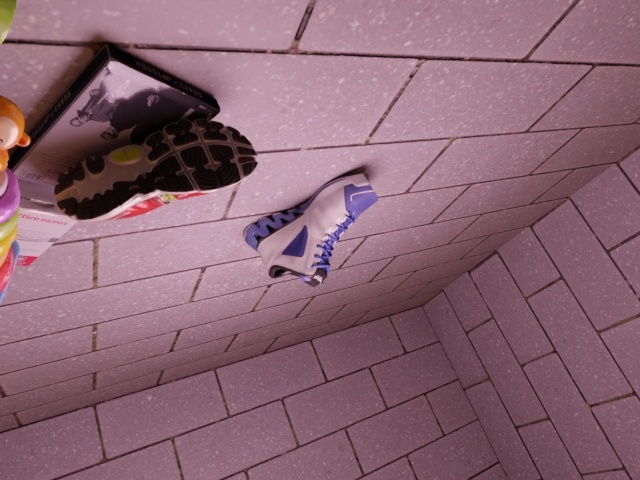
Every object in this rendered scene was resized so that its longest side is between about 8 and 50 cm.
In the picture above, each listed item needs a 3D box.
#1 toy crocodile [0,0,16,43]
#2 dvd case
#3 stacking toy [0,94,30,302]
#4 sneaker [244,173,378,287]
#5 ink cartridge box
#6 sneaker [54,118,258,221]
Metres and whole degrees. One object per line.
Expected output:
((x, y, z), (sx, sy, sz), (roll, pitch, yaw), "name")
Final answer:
((-0.372, -0.166, 0.426), (0.341, 0.105, 0.115), (-33, 157, 21), "toy crocodile")
((-0.282, -0.144, 0.675), (0.239, 0.029, 0.179), (-33, 157, 24), "dvd case")
((-0.389, -0.041, 0.527), (0.175, 0.165, 0.302), (28, 126, -33), "stacking toy")
((-0.001, 0.001, 1.096), (0.316, 0.182, 0.127), (-27, 160, 9), "sneaker")
((-0.453, -0.027, 0.728), (0.150, 0.063, 0.109), (-34, 156, 23), "ink cartridge box")
((-0.231, -0.096, 0.710), (0.279, 0.107, 0.118), (-16, 177, -12), "sneaker")
